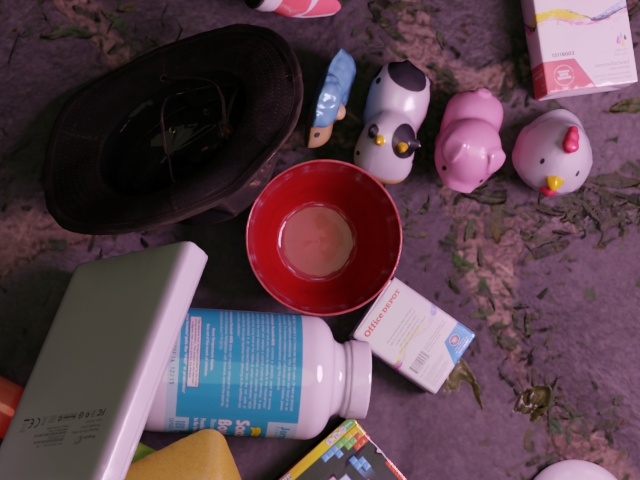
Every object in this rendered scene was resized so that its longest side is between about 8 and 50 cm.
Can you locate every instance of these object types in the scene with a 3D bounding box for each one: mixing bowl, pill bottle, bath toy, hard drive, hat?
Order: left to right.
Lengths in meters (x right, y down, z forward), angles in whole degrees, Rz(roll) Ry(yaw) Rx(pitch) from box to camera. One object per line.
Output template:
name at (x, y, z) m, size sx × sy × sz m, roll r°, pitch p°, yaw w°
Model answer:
hard drive at (-0.249, 0.150, 1.761) m, size 0.040 × 0.203 × 0.307 m, roll 42°, pitch 53°, yaw -34°
hat at (-0.152, -0.097, 1.855) m, size 0.331 × 0.134 × 0.331 m, roll -14°, pitch 48°, yaw 17°
pill bottle at (-0.077, 0.154, 1.851) m, size 0.264 × 0.146 × 0.146 m, roll 4°, pitch 86°, yaw -5°
mixing bowl at (0.000, 0.000, 1.892) m, size 0.181 × 0.098 × 0.181 m, roll 0°, pitch 86°, yaw -5°
bath toy at (0.160, -0.126, 1.901) m, size 0.348 × 0.129 × 0.151 m, roll 13°, pitch 85°, yaw -6°

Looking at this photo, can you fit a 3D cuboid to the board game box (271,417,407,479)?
board game box at (0.016, 0.313, 1.902) m, size 0.170 × 0.048 × 0.141 m, roll -42°, pitch 90°, yaw -6°

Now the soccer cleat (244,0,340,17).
soccer cleat at (-0.020, -0.422, 1.923) m, size 0.116 × 0.109 × 0.318 m, roll 9°, pitch 83°, yaw -27°

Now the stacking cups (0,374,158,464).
stacking cups at (-0.268, 0.253, 1.861) m, size 0.316 × 0.096 × 0.096 m, roll 26°, pitch 85°, yaw 0°

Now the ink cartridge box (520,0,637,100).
ink cartridge box at (0.309, -0.278, 1.954) m, size 0.115 × 0.067 × 0.198 m, roll -9°, pitch 87°, yaw -6°

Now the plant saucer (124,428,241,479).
plant saucer at (-0.191, 0.423, 1.757) m, size 0.333 × 0.081 × 0.332 m, roll -24°, pitch 101°, yaw -16°

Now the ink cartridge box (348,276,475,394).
ink cartridge box at (0.108, 0.113, 1.920) m, size 0.122 × 0.052 × 0.088 m, roll 36°, pitch 84°, yaw -4°

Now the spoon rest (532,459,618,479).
spoon rest at (0.285, 0.395, 1.919) m, size 0.137 × 0.084 × 0.276 m, roll 24°, pitch 71°, yaw -5°
